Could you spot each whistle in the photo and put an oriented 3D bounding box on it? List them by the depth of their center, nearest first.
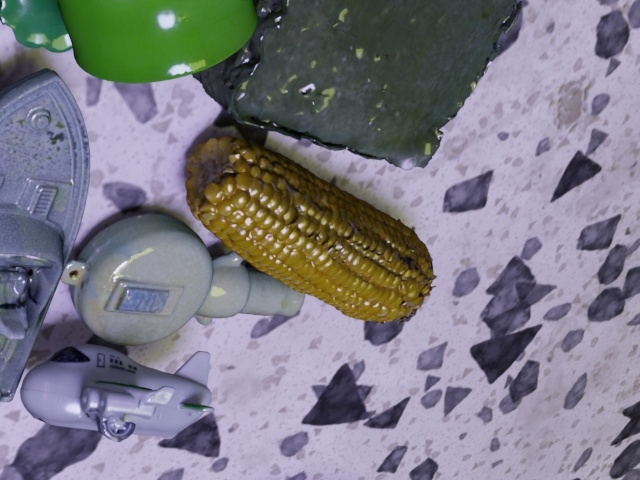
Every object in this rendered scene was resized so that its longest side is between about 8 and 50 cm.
[{"bbox_3d":[-0.119,0.043,0.978,0.258,0.067,0.126,8,120,-43],"label":"whistle"}]

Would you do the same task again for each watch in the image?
[{"bbox_3d":[-0.131,-0.163,0.740,0.165,0.152,0.131,-22,133,-16],"label":"watch"}]

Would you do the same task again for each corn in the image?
[{"bbox_3d":[0.000,0.000,1.002,0.317,0.115,0.115,26,104,-44],"label":"corn"}]

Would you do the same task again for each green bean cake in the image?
[{"bbox_3d":[0.038,-0.196,0.866,0.255,0.132,0.241,8,117,-43],"label":"green bean cake"}]

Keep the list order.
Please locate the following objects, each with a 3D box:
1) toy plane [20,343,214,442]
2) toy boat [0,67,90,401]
[{"bbox_3d":[-0.174,0.131,0.939,0.174,0.174,0.080,9,84,-41],"label":"toy plane"},{"bbox_3d":[-0.259,0.013,0.828,0.141,0.092,0.320,5,119,-46],"label":"toy boat"}]
